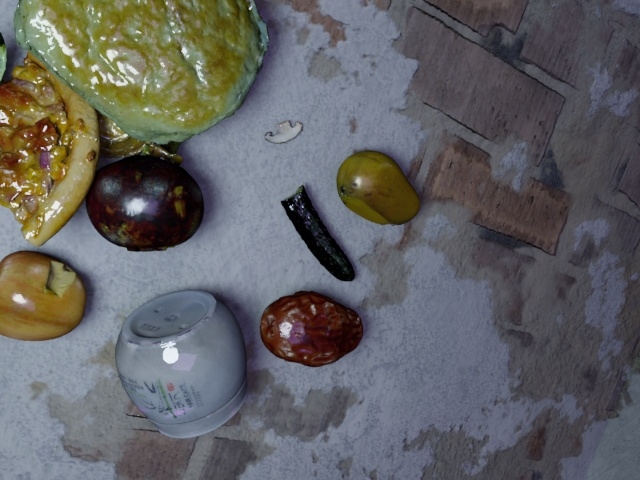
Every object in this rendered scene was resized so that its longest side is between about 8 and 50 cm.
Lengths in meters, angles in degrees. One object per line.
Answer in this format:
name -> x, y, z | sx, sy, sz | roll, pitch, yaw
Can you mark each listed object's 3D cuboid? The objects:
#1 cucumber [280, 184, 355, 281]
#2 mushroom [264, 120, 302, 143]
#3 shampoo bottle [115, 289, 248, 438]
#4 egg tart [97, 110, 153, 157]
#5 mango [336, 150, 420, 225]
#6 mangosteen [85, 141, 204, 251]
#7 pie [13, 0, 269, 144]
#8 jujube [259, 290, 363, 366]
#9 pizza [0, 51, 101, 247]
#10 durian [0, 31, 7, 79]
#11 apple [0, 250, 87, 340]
cucumber -> 0.000, 0.000, 1.202 | 0.081, 0.072, 0.303 | -36, 113, -10
mushroom -> -0.090, -0.266, 1.134 | 0.101, 0.019, 0.049 | -22, 110, -18
shampoo bottle -> -0.302, 0.273, 1.039 | 0.273, 0.273, 0.266 | -19, 114, -16
egg tart -> -0.436, -0.263, 0.973 | 0.191, 0.074, 0.191 | -5, 106, -18
mango -> 0.157, -0.129, 1.205 | 0.262, 0.130, 0.167 | 36, 83, -30
mangosteen -> -0.357, -0.116, 0.970 | 0.231, 0.231, 0.289 | 10, 77, -23
pie -> -0.318, -0.394, 0.894 | 0.418, 0.180, 0.395 | -48, 117, -21
jujube -> -0.019, 0.226, 1.191 | 0.290, 0.197, 0.197 | 13, 98, -38
pizza -> -0.552, -0.189, 0.873 | 0.277, 0.114, 0.409 | 1, 77, 4
durian -> -0.657, -0.209, 0.768 | 0.106, 0.132, 0.375 | 18, 71, 13
apple -> -0.585, 0.121, 0.954 | 0.199, 0.199, 0.199 | -5, 104, -20
